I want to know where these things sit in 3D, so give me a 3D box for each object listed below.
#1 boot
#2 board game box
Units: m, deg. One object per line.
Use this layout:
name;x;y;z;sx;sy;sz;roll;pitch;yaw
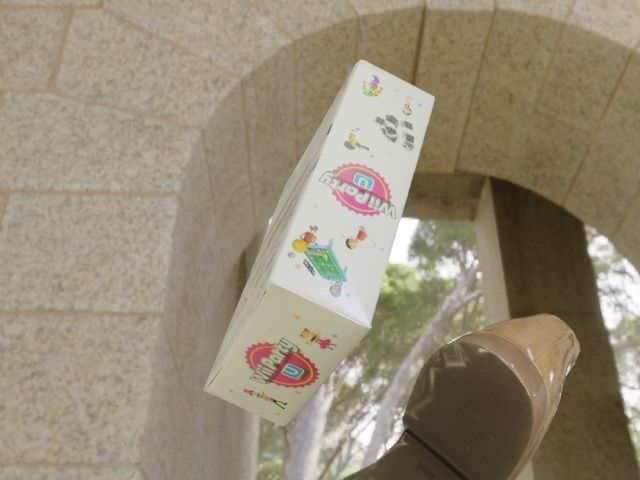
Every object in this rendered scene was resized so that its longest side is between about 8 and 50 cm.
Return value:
boot;0.093;0.174;0.573;0.115;0.112;0.305;-22;-34;-47
board game box;0.000;0.000;0.791;0.097;0.304;0.224;26;-39;-6
